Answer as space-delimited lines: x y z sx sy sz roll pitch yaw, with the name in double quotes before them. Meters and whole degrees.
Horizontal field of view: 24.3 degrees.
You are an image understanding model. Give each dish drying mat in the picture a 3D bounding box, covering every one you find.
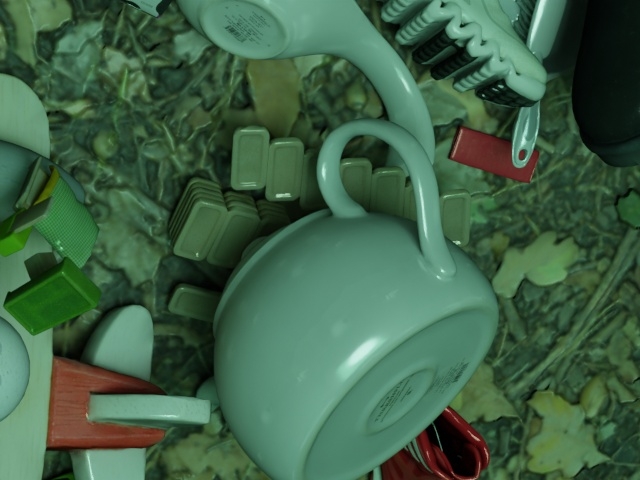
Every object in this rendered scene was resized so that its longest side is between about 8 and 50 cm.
"dish drying mat" 0.155 -0.076 1.331 0.083 0.008 0.032 16 100 -20

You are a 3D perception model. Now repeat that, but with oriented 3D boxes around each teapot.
"teapot" 0.006 0.061 1.193 0.256 0.187 0.252 -40 155 -6

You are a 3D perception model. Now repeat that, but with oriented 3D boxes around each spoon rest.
"spoon rest" -0.008 -0.160 1.207 0.276 0.137 0.084 41 50 -30

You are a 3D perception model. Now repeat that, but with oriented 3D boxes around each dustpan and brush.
"dustpan and brush" 0.187 -0.170 1.283 0.147 0.060 0.211 9 104 -20

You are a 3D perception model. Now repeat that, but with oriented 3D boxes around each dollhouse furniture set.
"dollhouse furniture set" -0.180 -0.004 1.058 0.059 0.151 0.076 -27 119 23

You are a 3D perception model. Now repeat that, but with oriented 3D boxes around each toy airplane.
"toy airplane" -0.258 0.116 1.112 0.384 0.272 0.386 -41 96 -26

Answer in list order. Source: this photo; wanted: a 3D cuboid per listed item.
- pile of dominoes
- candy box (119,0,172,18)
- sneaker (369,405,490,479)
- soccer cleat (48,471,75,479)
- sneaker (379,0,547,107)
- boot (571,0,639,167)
"pile of dominoes" 0.000 0.000 1.279 0.251 0.040 0.196 14 122 -23
"candy box" -0.081 -0.291 1.050 0.071 0.159 0.233 23 141 -22
"sneaker" 0.102 0.225 1.333 0.087 0.128 0.221 -32 115 -16
"soccer cleat" -0.252 0.242 1.264 0.179 0.072 0.060 -20 111 -11
"sneaker" 0.087 -0.225 1.201 0.292 0.110 0.118 43 76 -12
"boot" 0.168 -0.324 1.146 0.445 0.146 0.367 39 65 -25
